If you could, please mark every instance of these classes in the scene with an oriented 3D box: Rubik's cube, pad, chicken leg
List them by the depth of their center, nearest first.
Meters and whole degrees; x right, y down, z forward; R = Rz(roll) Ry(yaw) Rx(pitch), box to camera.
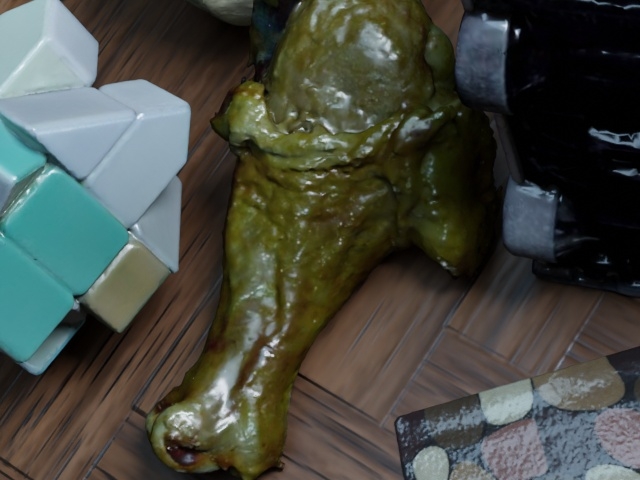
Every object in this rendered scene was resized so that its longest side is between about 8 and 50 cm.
[{"bbox_3d":[0.174,0.157,1.159,0.235,0.003,0.158,-17,64,8],"label":"pad"},{"bbox_3d":[0.014,-0.004,1.215,0.212,0.140,0.361,12,93,6],"label":"chicken leg"},{"bbox_3d":[-0.218,-0.051,1.221,0.213,0.265,0.224,-51,39,-8],"label":"Rubik's cube"}]

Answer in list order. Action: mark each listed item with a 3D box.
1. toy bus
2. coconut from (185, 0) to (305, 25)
[{"bbox_3d":[0.219,-0.140,1.035,0.209,0.440,0.249,9,68,19],"label":"toy bus"},{"bbox_3d":[-0.012,-0.288,1.280,0.266,0.237,0.237,-13,64,17],"label":"coconut"}]
